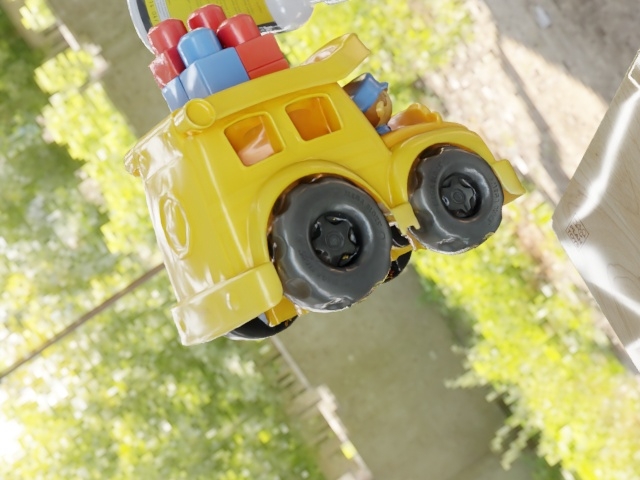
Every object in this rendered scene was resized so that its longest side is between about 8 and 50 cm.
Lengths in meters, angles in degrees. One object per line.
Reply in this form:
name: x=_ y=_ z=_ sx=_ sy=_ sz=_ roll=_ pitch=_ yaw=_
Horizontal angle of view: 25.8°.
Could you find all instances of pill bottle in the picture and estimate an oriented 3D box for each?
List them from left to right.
pill bottle: x=-0.067 y=-0.224 z=1.205 sx=0.103 sy=0.184 sz=0.103 roll=-10 pitch=-90 yaw=-72

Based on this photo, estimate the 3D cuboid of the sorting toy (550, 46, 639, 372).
sorting toy: x=0.298 y=-0.001 z=0.983 sx=0.255 sy=0.089 sz=0.257 roll=108 pitch=143 yaw=-50

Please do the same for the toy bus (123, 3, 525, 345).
toy bus: x=-0.012 y=-0.060 z=0.881 sx=0.149 sy=0.220 sz=0.211 roll=-29 pitch=84 yaw=60
